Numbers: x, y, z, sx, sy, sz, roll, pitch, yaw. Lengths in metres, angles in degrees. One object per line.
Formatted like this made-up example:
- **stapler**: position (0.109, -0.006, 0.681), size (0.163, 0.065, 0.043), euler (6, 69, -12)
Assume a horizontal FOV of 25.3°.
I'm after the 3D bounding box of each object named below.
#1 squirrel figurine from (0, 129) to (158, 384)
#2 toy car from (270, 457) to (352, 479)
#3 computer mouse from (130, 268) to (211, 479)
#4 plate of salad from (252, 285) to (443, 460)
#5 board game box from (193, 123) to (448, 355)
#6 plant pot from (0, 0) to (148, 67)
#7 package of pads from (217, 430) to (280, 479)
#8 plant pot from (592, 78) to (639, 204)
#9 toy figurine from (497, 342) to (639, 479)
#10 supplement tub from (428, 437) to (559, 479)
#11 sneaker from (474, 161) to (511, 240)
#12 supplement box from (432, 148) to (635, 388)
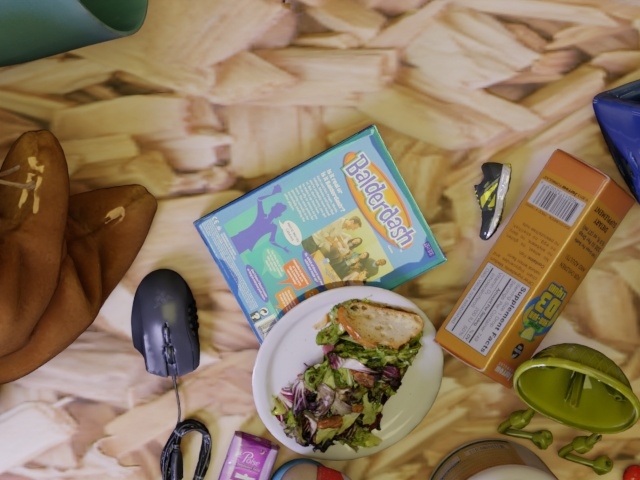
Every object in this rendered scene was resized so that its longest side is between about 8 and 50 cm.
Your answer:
- **squirrel figurine**: position (-0.359, 0.066, 1.289), size (0.281, 0.370, 0.397), euler (27, 92, -3)
- **toy car**: position (0.047, 0.344, 1.394), size (0.238, 0.219, 0.210), euler (18, 92, -4)
- **computer mouse**: position (-0.152, 0.150, 1.465), size (0.071, 0.041, 0.242), euler (-8, 94, -2)
- **plate of salad**: position (0.031, 0.141, 1.442), size (0.199, 0.048, 0.200), euler (-5, 114, -11)
- **board game box**: position (0.000, 0.000, 1.457), size (0.210, 0.047, 0.160), euler (-28, 94, 1)
- **plant pot**: position (-0.331, -0.289, 1.321), size (0.235, 0.293, 0.293), euler (-18, 94, 14)
- **package of pads**: position (-0.078, 0.243, 1.477), size (0.050, 0.032, 0.083), euler (19, 93, -5)
- **plant pot**: position (0.425, -0.069, 1.381), size (0.236, 0.236, 0.212), euler (-19, 101, -1)
- **toy figurine**: position (0.385, 0.138, 1.460), size (0.362, 0.191, 0.217), euler (21, 62, 4)
- **supplement tub**: position (0.180, 0.281, 1.403), size (0.144, 0.200, 0.144), euler (0, 93, -1)
- **sneaker**: position (0.173, -0.042, 1.472), size (0.035, 0.031, 0.083), euler (14, 89, 11)
- **supplement box**: position (0.215, 0.030, 1.438), size (0.080, 0.078, 0.233), euler (37, 94, 38)
